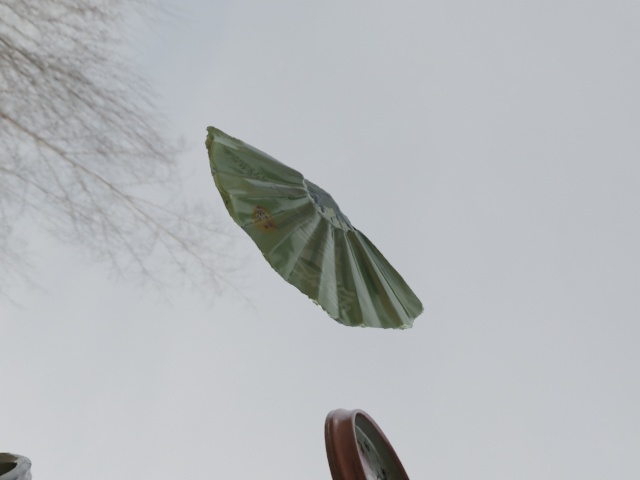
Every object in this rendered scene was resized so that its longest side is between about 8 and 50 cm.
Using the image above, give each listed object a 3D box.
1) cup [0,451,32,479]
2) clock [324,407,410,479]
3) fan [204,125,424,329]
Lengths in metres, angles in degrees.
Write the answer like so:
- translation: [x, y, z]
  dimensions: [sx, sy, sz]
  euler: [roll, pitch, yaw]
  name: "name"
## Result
- translation: [-0.341, 0.309, 0.583]
  dimensions: [0.301, 0.228, 0.256]
  euler: [167, -80, -68]
  name: "cup"
- translation: [0.068, 0.312, 0.889]
  dimensions: [0.056, 0.244, 0.244]
  euler: [-29, -139, 9]
  name: "clock"
- translation: [0.000, 0.000, 0.582]
  dimensions: [0.009, 0.240, 0.131]
  euler: [-36, -156, 34]
  name: "fan"
